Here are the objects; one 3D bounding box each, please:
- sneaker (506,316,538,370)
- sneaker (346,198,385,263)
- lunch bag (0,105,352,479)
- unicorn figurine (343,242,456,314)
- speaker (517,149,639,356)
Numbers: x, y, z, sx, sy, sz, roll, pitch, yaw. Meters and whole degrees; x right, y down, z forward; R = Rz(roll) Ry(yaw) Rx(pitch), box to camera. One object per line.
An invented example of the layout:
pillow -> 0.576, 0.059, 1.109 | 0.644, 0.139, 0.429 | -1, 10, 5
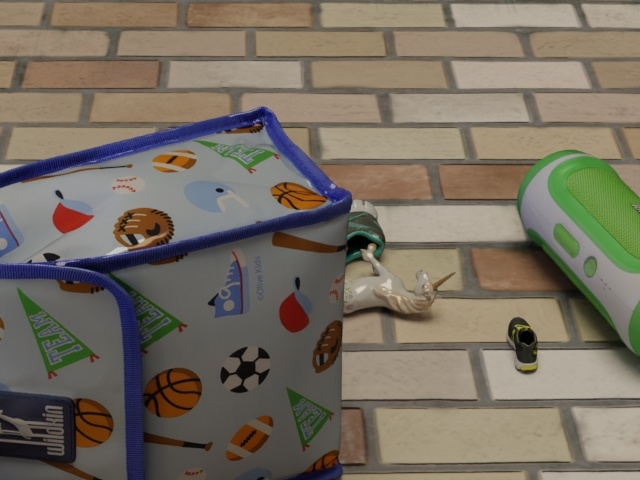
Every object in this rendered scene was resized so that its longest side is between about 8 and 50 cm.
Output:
sneaker -> 0.217, 0.102, 1.731 | 0.031, 0.035, 0.083 | -1, 32, -5
sneaker -> 0.000, 0.000, 1.866 | 0.167, 0.065, 0.076 | -13, 40, -19
lunch bag -> -0.176, 0.097, 1.458 | 0.386, 0.327, 0.239 | -13, 33, -24
unicorn figurine -> 0.058, 0.048, 1.801 | 0.162, 0.060, 0.111 | -20, 43, -6
speaker -> 0.328, 0.015, 1.792 | 0.131, 0.131, 0.296 | -10, 34, -18
